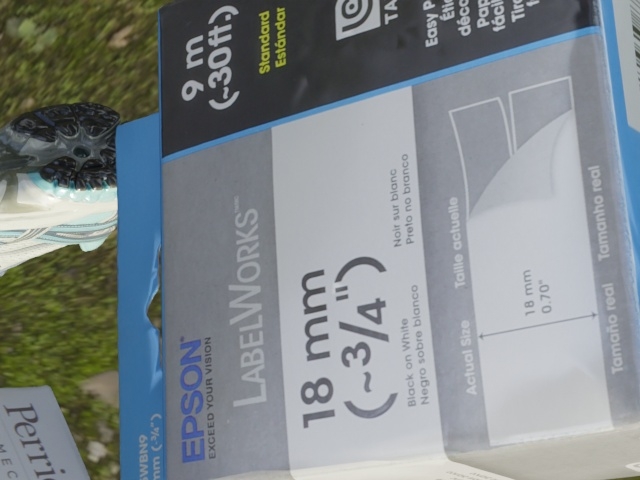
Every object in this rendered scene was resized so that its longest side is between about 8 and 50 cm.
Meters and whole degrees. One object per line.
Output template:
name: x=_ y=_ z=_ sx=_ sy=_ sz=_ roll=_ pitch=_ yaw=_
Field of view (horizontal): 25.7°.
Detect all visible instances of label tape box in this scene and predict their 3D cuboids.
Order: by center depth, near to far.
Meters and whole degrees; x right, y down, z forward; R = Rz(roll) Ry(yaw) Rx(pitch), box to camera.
label tape box: x=0.000 y=0.000 z=0.650 sx=0.106 sy=0.334 sz=0.240 roll=23 pitch=59 yaw=-54

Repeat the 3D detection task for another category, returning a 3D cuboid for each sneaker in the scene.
sneaker: x=-0.265 y=-0.017 z=1.022 sx=0.283 sy=0.122 sz=0.110 roll=-5 pitch=51 yaw=-28

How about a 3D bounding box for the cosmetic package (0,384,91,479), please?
cosmetic package: x=-0.251 y=0.180 z=0.496 sx=0.385 sy=0.156 sz=0.217 roll=0 pitch=47 yaw=-44
